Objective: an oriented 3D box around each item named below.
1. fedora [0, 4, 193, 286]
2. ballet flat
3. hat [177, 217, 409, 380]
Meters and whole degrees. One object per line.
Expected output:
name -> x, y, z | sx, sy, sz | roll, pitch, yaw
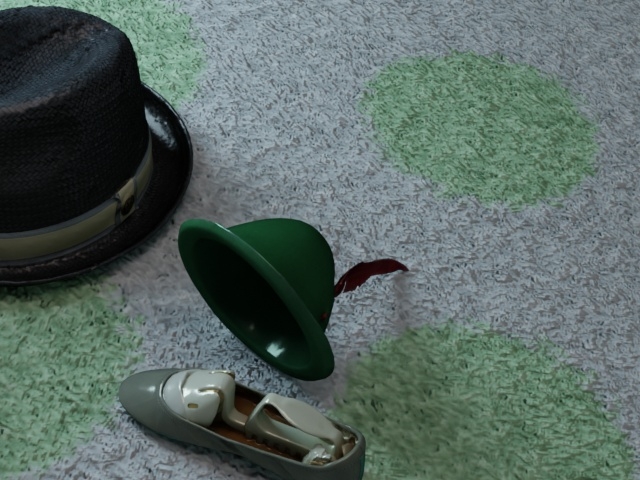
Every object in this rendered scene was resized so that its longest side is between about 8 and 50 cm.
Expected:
fedora -> -0.274, -0.115, 1.132 | 0.334, 0.152, 0.334 | 6, 43, -6
ballet flat -> -0.061, 0.137, 0.978 | 0.213, 0.068, 0.072 | 21, 44, 10
hat -> 0.000, 0.000, 1.037 | 0.183, 0.208, 0.173 | -42, 94, -22
